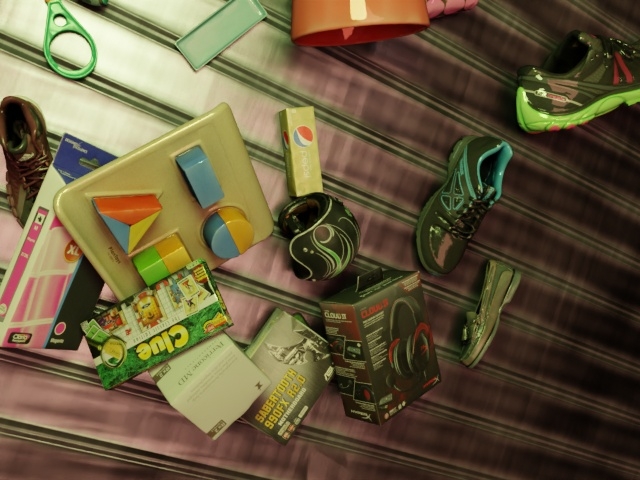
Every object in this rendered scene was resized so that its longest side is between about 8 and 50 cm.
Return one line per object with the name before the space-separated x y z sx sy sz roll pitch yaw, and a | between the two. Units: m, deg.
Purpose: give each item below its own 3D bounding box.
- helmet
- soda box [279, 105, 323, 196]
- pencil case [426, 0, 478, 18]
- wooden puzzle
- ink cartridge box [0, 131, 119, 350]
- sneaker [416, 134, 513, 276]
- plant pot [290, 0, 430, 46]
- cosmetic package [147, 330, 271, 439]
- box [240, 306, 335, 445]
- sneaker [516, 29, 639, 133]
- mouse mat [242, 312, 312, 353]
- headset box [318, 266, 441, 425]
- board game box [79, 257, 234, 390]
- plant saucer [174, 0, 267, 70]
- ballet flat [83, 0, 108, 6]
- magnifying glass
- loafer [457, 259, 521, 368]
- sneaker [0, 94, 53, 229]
helmet | 0.000 0.000 1.245 0.169 0.169 0.162 -43 127 -12
soda box | -0.041 -0.183 1.267 0.061 0.058 0.182 -9 97 -19
pencil case | 0.239 -0.536 1.325 0.209 0.095 0.098 -17 85 -20
wooden puzzle | -0.253 -0.037 1.114 0.347 0.080 0.322 -34 137 -16
ink cartridge box | -0.445 0.012 1.083 0.175 0.069 0.371 27 81 -65
sneaker | 0.320 -0.080 1.366 0.125 0.139 0.341 19 89 -22
plant pot | 0.065 -0.513 1.155 0.274 0.275 0.243 -10 103 -19
cosmetic package | -0.222 0.240 1.150 0.151 0.183 0.151 -44 132 -12
box | -0.083 0.286 1.287 0.183 0.056 0.231 39 81 -19
sneaker | 0.672 -0.415 1.443 0.482 0.185 0.202 -25 107 -17
mouse mat | -0.085 0.266 1.319 0.189 0.007 0.153 -34 105 -13
headset box | 0.129 0.206 1.301 0.218 0.110 0.294 -21 102 -40
board game box | -0.296 0.151 1.092 0.259 0.030 0.136 -29 78 6
plant saucer | -0.197 -0.421 1.211 0.192 0.018 0.067 -42 107 -11
ballet flat | -0.413 -0.524 1.101 0.070 0.070 0.189 8 89 -21
magnifying glass | -0.477 -0.410 1.107 0.092 0.026 0.231 -19 103 -17
loafer | 0.383 0.171 1.449 0.084 0.096 0.268 31 77 0
sneaker | -0.503 -0.115 1.047 0.106 0.162 0.282 -19 100 -18
